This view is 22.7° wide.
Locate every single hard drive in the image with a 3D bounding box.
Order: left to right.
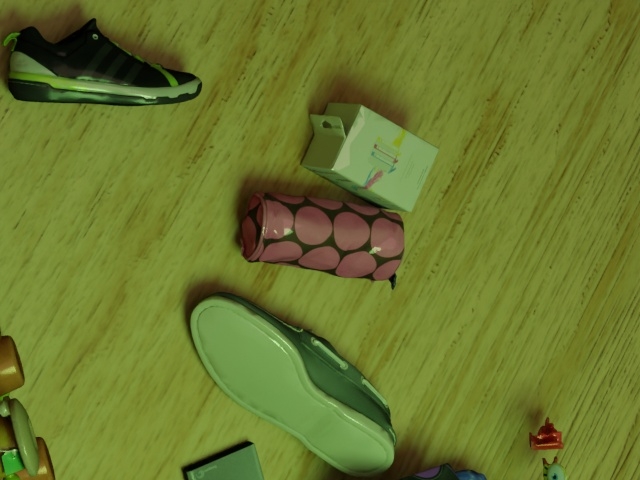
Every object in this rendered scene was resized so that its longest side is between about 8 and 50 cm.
[{"bbox_3d":[-0.108,0.324,1.950,0.094,0.022,0.135,-20,104,-25],"label":"hard drive"}]

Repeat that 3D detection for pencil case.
[{"bbox_3d":[0.000,0.000,1.944,0.209,0.098,0.095,11,48,-27],"label":"pencil case"}]

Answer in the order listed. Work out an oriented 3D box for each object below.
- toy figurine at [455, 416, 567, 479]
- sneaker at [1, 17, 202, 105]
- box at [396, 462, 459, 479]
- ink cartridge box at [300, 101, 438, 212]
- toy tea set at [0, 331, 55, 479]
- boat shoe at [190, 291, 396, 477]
[{"bbox_3d":[0.207,0.414,2.091,0.217,0.191,0.363,-1,102,2],"label":"toy figurine"},{"bbox_3d":[-0.241,-0.202,1.796,0.234,0.084,0.097,0,94,-28],"label":"sneaker"},{"bbox_3d":[0.133,0.431,1.927,0.165,0.143,0.270,-9,62,-47],"label":"box"},{"bbox_3d":[0.052,-0.106,1.956,0.143,0.092,0.090,27,83,-26],"label":"ink cartridge box"},{"bbox_3d":[-0.384,0.161,1.709,0.124,0.200,0.336,-16,104,-6],"label":"toy tea set"},{"bbox_3d":[-0.030,0.163,1.954,0.319,0.116,0.099,41,32,-18],"label":"boat shoe"}]
